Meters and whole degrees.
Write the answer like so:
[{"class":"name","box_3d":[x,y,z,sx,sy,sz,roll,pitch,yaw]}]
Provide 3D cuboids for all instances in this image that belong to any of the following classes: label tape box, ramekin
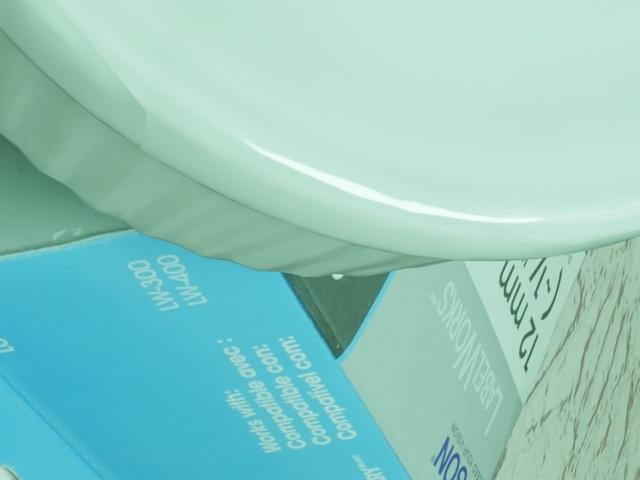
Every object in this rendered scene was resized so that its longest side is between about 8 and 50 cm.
[{"class":"label tape box","box_3d":[0.000,0.000,0.609,0.348,0.115,0.249,-65,150,-25]},{"class":"ramekin","box_3d":[0.006,-0.115,0.436,0.273,0.273,0.127,-64,-168,-24]}]
